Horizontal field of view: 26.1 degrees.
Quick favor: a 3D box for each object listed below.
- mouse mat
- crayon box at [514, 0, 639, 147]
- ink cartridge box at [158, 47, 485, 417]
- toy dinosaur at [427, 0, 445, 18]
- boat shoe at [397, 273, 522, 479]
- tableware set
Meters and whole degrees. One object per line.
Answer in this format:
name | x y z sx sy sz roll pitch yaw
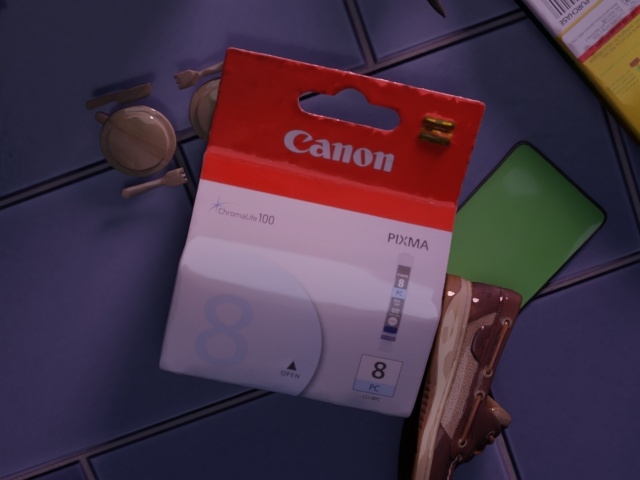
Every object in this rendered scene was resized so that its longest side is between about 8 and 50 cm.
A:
mouse mat | 0.236 -0.008 1.676 0.152 0.007 0.190 41 100 -13
crayon box | 0.389 -0.239 1.585 0.202 0.081 0.318 -40 104 7
ink cartridge box | 0.000 0.000 1.586 0.308 0.091 0.385 12 114 -4
toy dinosaur | 0.100 -0.404 1.503 0.121 0.160 0.313 -36 119 -21
boat shoe | 0.173 0.215 1.677 0.123 0.123 0.342 9 98 -5
tableware set | -0.160 -0.135 1.597 0.194 0.039 0.128 -17 115 4
